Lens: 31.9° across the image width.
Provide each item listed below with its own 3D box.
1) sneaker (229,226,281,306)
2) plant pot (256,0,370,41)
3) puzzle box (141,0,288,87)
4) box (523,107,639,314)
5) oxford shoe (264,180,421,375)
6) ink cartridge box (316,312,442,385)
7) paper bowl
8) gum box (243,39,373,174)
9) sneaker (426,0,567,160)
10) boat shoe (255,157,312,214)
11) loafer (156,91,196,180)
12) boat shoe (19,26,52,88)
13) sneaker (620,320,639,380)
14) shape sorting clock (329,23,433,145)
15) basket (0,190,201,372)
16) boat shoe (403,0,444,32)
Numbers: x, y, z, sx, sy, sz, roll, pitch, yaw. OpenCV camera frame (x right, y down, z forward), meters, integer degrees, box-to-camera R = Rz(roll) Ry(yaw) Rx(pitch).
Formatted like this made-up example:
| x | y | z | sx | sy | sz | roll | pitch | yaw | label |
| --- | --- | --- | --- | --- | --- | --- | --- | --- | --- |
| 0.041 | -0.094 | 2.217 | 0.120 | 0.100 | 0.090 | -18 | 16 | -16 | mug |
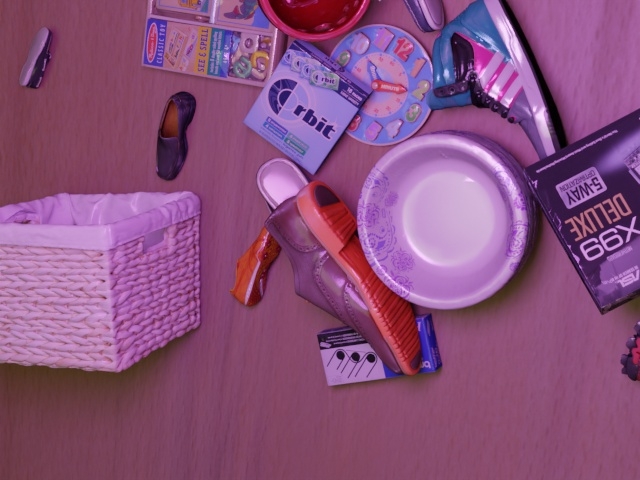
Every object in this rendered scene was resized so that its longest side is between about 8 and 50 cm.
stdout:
| x | y | z | sx | sy | sz | roll | pitch | yaw | label |
| --- | --- | --- | --- | --- | --- | --- | --- | --- | --- |
| -0.121 | 0.034 | 2.036 | 0.067 | 0.064 | 0.175 | 32 | 107 | 27 | sneaker |
| -0.023 | -0.427 | 1.838 | 0.191 | 0.174 | 0.191 | -3 | 104 | -12 | plant pot |
| -0.173 | -0.491 | 1.985 | 0.272 | 0.052 | 0.409 | 12 | 103 | 22 | puzzle box |
| 0.493 | -0.067 | 1.664 | 0.307 | 0.076 | 0.242 | -27 | 72 | 5 | box |
| 0.043 | 0.080 | 1.879 | 0.132 | 0.130 | 0.364 | -31 | 92 | 27 | oxford shoe |
| 0.102 | 0.192 | 1.968 | 0.207 | 0.046 | 0.097 | -11 | 94 | 24 | ink cartridge box |
| 0.214 | -0.039 | 1.826 | 0.284 | 0.148 | 0.284 | 5 | 101 | 24 | paper bowl |
| -0.023 | -0.230 | 1.924 | 0.157 | 0.041 | 0.184 | 37 | 124 | 2 | gum box |
| 0.264 | -0.231 | 1.789 | 0.178 | 0.124 | 0.296 | -25 | 80 | 20 | sneaker |
| 0.000 | 0.000 | 1.973 | 0.112 | 0.095 | 0.335 | -32 | 88 | -1 | boat shoe |
| -0.280 | -0.192 | 2.071 | 0.062 | 0.061 | 0.170 | 16 | 105 | 20 | loafer |
| -0.545 | -0.353 | 2.178 | 0.046 | 0.038 | 0.125 | 41 | 111 | 48 | boat shoe |
| 0.574 | 0.121 | 1.721 | 0.135 | 0.097 | 0.276 | 37 | 109 | 17 | sneaker |
| 0.098 | -0.264 | 1.905 | 0.206 | 0.040 | 0.206 | 4 | 99 | 23 | shape sorting clock |
| -0.418 | 0.062 | 2.030 | 0.331 | 0.328 | 0.266 | 0 | 102 | 23 | basket |
| 0.122 | -0.447 | 1.838 | 0.079 | 0.095 | 0.255 | -27 | 85 | 23 | boat shoe |
